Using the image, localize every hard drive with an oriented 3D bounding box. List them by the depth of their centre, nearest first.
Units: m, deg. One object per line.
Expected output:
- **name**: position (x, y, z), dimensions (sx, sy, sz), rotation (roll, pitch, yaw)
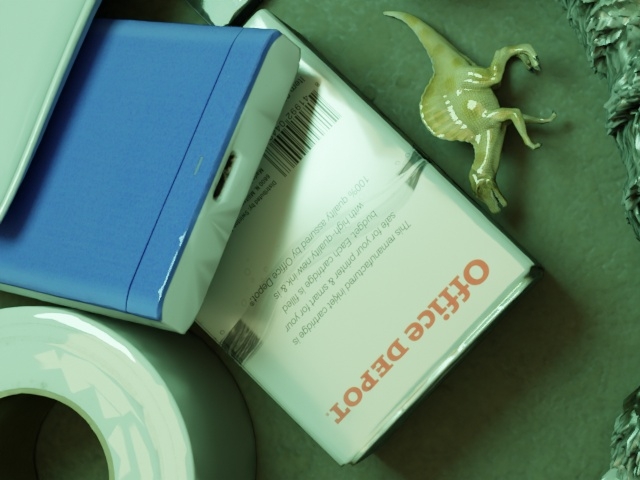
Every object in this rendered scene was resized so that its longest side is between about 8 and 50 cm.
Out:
- **hard drive**: position (-0.175, -0.060, 1.199), dimensions (0.318, 0.040, 0.210), rotation (10, 73, 42)

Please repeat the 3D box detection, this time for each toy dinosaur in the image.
- **toy dinosaur**: position (0.112, -0.114, 1.220), dimensions (0.092, 0.053, 0.183), rotation (-23, 71, 0)

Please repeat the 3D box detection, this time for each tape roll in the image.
- **tape roll**: position (-0.184, 0.168, 1.230), dimensions (0.246, 0.169, 0.246), rotation (0, 89, 13)

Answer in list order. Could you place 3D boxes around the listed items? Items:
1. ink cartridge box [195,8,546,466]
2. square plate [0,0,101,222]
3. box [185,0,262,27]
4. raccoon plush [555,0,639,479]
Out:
- **ink cartridge box**: position (0.000, 0.000, 1.220), dimensions (0.273, 0.114, 0.197), rotation (45, 98, 12)
- **square plate**: position (-0.296, -0.196, 1.264), dimensions (0.344, 0.049, 0.347), rotation (16, 75, 28)
- **box**: position (-0.060, -0.252, 1.285), dimensions (0.116, 0.029, 0.162), rotation (44, 99, 10)
- **raccoon plush**: position (0.209, -0.045, 1.140), dimensions (0.299, 0.216, 0.446), rotation (33, 96, 20)
